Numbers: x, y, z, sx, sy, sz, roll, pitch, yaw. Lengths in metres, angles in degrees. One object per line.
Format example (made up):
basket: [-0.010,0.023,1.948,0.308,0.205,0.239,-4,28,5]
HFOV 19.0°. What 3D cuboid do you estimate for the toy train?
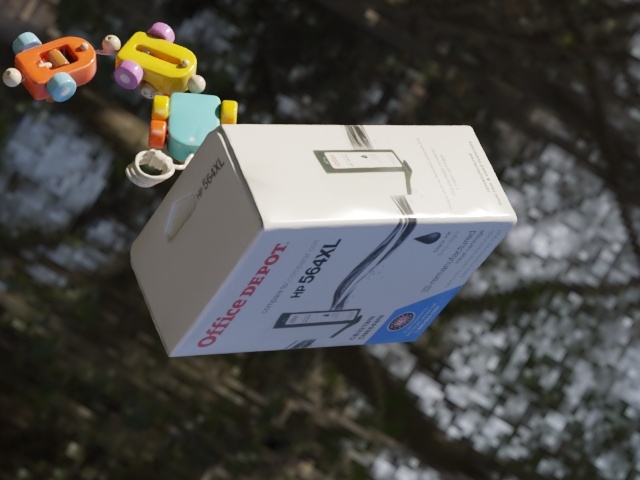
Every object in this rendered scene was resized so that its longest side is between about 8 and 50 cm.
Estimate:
toy train: [-0.131,-0.088,1.289,0.125,0.166,0.046,-28,146,-29]

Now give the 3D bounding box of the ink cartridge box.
ink cartridge box: [0.000,0.000,1.241,0.203,0.086,0.148,-3,146,-35]
